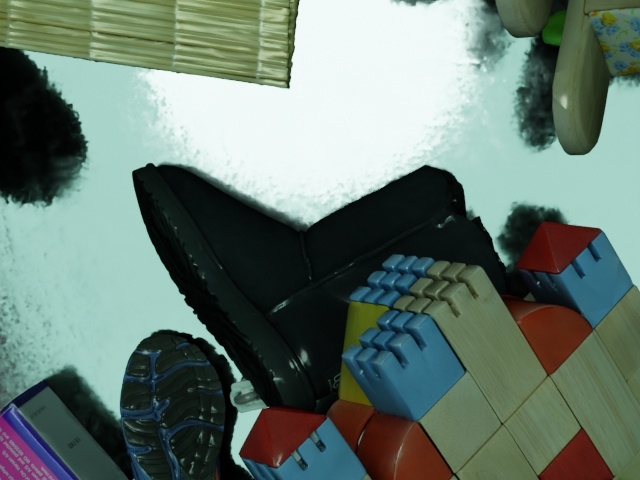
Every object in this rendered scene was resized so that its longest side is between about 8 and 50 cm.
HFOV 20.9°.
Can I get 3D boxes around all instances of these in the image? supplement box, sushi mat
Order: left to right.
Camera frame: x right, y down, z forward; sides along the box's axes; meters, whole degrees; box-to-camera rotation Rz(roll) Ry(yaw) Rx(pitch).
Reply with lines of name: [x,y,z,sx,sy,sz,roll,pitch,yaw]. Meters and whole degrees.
supplement box: [-0.267,0.225,1.315,0.220,0.111,0.114,-41,91,5]
sushi mat: [-0.170,-0.213,1.331,0.316,0.019,0.151,9,95,3]

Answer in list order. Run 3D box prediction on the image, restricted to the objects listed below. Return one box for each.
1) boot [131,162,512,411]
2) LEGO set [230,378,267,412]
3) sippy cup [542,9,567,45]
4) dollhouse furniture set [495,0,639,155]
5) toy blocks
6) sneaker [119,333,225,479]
boot: [0.000,0.000,1.298,0.207,0.094,0.246,-28,58,-18]
LEGO set: [0.027,0.226,1.325,0.132,0.107,0.287,-5,99,38]
sippy cup: [0.122,-0.293,1.219,0.224,0.240,0.305,-25,79,15]
dollhouse furniture set: [0.330,-0.068,1.079,0.362,0.394,0.256,-1,58,25]
toy blocks: [0.101,0.127,1.174,0.381,0.190,0.261,-43,114,-22]
sneaker: [-0.112,0.180,1.321,0.083,0.087,0.221,-4,76,-19]
